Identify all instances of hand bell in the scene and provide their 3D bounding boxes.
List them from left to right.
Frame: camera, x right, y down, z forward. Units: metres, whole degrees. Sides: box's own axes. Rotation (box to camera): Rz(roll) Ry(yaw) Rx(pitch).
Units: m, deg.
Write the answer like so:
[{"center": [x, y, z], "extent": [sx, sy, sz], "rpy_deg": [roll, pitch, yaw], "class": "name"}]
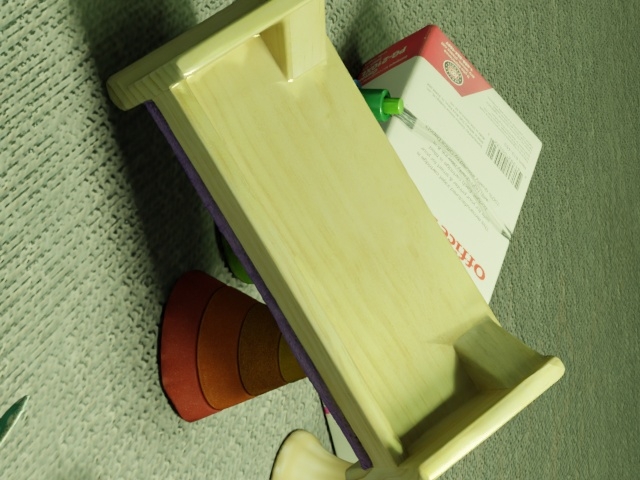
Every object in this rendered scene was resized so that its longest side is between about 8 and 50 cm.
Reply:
[{"center": [0.089, 0.237, 1.703], "extent": [0.126, 0.242, 0.126], "rpy_deg": [3, 90, -69], "class": "hand bell"}]

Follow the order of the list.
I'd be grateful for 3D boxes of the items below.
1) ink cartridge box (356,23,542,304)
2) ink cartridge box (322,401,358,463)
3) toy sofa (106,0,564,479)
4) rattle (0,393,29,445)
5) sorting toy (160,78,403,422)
[{"center": [0.094, -0.054, 1.788], "extent": [0.172, 0.100, 0.237], "rpy_deg": [45, 41, -21], "class": "ink cartridge box"}, {"center": [0.058, 0.117, 1.834], "extent": [0.134, 0.078, 0.231], "rpy_deg": [-61, 146, -48], "class": "ink cartridge box"}, {"center": [0.000, 0.000, 1.426], "extent": [0.150, 0.177, 0.362], "rpy_deg": [-36, 100, -28], "class": "toy sofa"}, {"center": [-0.231, 0.178, 1.091], "extent": [0.199, 0.130, 0.142], "rpy_deg": [-74, 157, -58], "class": "rattle"}, {"center": [-0.011, -0.006, 1.589], "extent": [0.127, 0.126, 0.365], "rpy_deg": [69, 32, -44], "class": "sorting toy"}]
